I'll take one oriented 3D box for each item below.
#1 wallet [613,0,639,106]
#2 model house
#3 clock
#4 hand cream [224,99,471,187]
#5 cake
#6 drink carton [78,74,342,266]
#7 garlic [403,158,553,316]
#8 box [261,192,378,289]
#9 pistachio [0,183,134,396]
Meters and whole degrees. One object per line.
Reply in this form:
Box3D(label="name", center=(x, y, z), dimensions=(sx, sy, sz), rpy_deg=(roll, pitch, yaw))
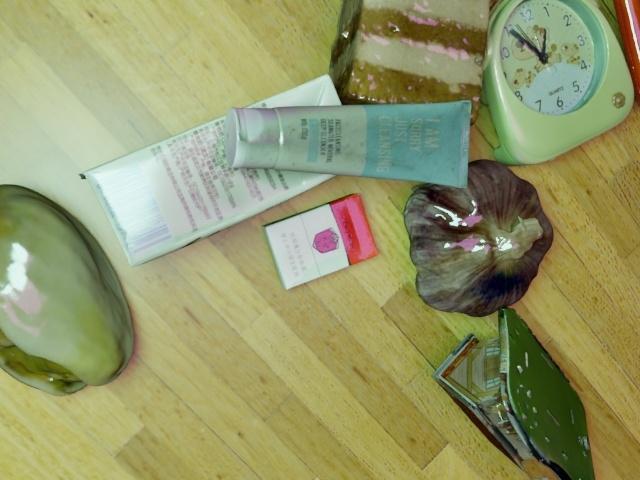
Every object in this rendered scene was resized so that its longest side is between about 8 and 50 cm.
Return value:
Box3D(label="wallet", center=(0.515, -0.324, 1.066), dimensions=(0.142, 0.045, 0.205), rpy_deg=(-29, 104, -55))
Box3D(label="model house", center=(0.280, 0.266, 0.996), dimensions=(0.153, 0.207, 0.294), rpy_deg=(-22, 125, 31))
Box3D(label="clock", center=(0.339, -0.288, 1.032), dimensions=(0.234, 0.096, 0.308), rpy_deg=(-25, 99, -10))
Box3D(label="hand cream", center=(0.046, -0.115, 0.787), dimensions=(0.312, 0.070, 0.111), rpy_deg=(-3, 97, -18))
Box3D(label="cake", center=(0.115, -0.293, 0.929), dimensions=(0.196, 0.198, 0.293), rpy_deg=(8, 87, -10))
Box3D(label="drink carton", center=(-0.132, -0.090, 0.873), dimensions=(0.324, 0.194, 0.132), rpy_deg=(-26, 101, -12))
Box3D(label="garlic", center=(0.239, -0.002, 0.991), dimensions=(0.244, 0.160, 0.245), rpy_deg=(-1, 94, -13))
Box3D(label="box", center=(0.000, 0.000, 0.991), dimensions=(0.152, 0.048, 0.100), rpy_deg=(-21, 100, -14))
Box3D(label="pistachio", center=(-0.357, 0.064, 0.854), dimensions=(0.166, 0.197, 0.288), rpy_deg=(-13, 114, 29))
